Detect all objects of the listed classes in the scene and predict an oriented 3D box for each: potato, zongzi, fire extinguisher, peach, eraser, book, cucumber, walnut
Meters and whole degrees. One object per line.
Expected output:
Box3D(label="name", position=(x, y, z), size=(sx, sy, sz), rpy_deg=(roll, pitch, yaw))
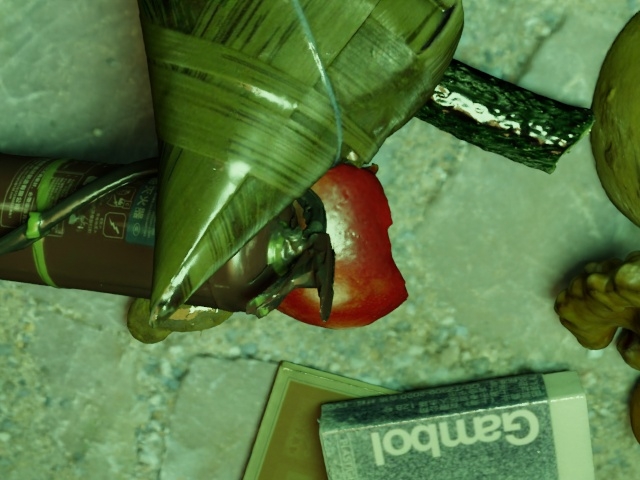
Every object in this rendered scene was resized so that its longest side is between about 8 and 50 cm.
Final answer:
Box3D(label="potato", position=(-0.112, 0.052, 1.193), size=(0.092, 0.045, 0.046), rpy_deg=(-15, 152, 12))
Box3D(label="zongzi", position=(-0.087, -0.128, 0.959), size=(0.286, 0.138, 0.300), rpy_deg=(45, 66, -4))
Box3D(label="fire extinguisher", position=(-0.135, 0.000, 1.057), size=(0.341, 0.141, 0.105), rpy_deg=(6, 138, 24))
Box3D(label="peach", position=(-0.004, 0.006, 1.136), size=(0.151, 0.151, 0.118), rpy_deg=(-2, 73, 3))
Box3D(label="eraser", position=(0.109, 0.165, 1.225), size=(0.212, 0.046, 0.092), rpy_deg=(-9, 116, 4))
Box3D(label="book", position=(0.015, 0.224, 1.291), size=(0.170, 0.018, 0.242), rpy_deg=(16, 115, -6))
Box3D(label="potato", position=(0.288, -0.067, 1.063), size=(0.178, 0.158, 0.203), rpy_deg=(21, 112, -10))
Box3D(label="cucumber", position=(0.092, -0.110, 1.101), size=(0.214, 0.052, 0.058), rpy_deg=(23, 86, -9))
Box3D(label="walnut", position=(0.255, 0.052, 1.135), size=(0.143, 0.170, 0.069), rpy_deg=(23, 73, -7))

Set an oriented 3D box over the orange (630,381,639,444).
Box3D(label="orange", position=(0.290, 0.141, 1.217), size=(0.086, 0.062, 0.086), rpy_deg=(0, 102, 2))
